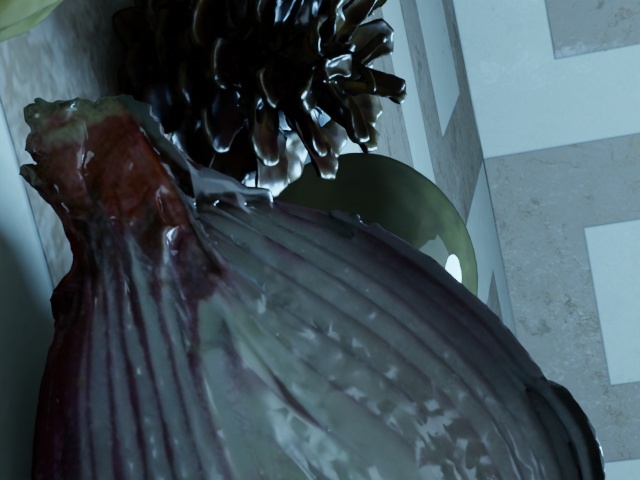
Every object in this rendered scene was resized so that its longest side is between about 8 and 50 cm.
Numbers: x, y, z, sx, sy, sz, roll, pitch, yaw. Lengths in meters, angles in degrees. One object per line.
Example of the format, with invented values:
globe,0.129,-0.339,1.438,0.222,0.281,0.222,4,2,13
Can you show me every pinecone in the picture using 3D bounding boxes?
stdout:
pinecone,-0.027,-0.102,0.824,0.163,0.165,0.163,-11,104,-53

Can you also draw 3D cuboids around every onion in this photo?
onion,-0.038,0.098,0.669,0.349,0.267,0.159,58,-33,7

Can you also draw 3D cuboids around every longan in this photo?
longan,0.026,0.017,1.041,0.204,0.159,0.185,46,-25,31

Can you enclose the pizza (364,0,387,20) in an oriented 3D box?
pizza,-0.026,-0.176,0.909,0.036,0.176,0.185,-52,124,-43

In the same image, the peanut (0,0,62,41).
peanut,-0.149,-0.143,0.389,0.325,0.153,0.140,54,25,-77

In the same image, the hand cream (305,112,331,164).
hand cream,0.000,0.000,1.160,0.079,0.048,0.255,19,66,-69
